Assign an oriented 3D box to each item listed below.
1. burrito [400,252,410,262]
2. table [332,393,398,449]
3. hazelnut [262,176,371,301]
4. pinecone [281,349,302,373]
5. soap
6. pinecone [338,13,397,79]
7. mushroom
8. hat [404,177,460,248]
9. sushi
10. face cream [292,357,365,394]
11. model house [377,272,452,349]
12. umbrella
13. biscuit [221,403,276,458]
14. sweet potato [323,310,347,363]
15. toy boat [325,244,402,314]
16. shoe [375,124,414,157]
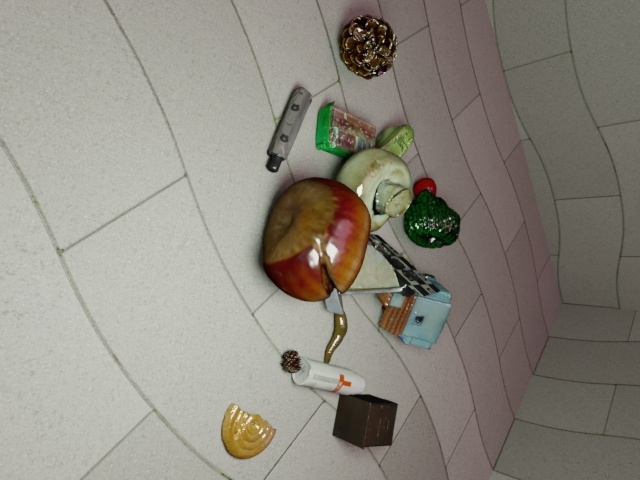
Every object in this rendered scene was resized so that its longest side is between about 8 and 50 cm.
[{"bbox_3d":[0.319,0.116,1.890,0.226,0.060,0.087,-22,67,-41],"label":"burrito"},{"bbox_3d":[0.187,0.715,1.693,0.193,0.173,0.169,22,75,-41],"label":"table"},{"bbox_3d":[0.000,0.000,1.391,0.359,0.359,0.408,19,80,-42],"label":"hazelnut"},{"bbox_3d":[-0.099,0.426,1.493,0.077,0.077,0.083,27,62,-40],"label":"pinecone"},{"bbox_3d":[0.110,-0.404,1.679,0.274,0.098,0.217,9,83,-43],"label":"soap"},{"bbox_3d":[0.193,-0.751,1.667,0.244,0.243,0.257,34,26,-38],"label":"pinecone"},{"bbox_3d":[0.205,-0.184,1.637,0.352,0.260,0.352,-28,136,-31],"label":"mushroom"},{"bbox_3d":[0.521,-0.147,1.990,0.274,0.242,0.331,33,54,-52],"label":"hat"},{"bbox_3d":[0.275,0.123,1.698,0.100,0.373,0.296,-53,155,17],"label":"sushi"},{"bbox_3d":[0.047,0.526,1.612,0.346,0.102,0.101,28,71,-38],"label":"face cream"},{"bbox_3d":[0.356,0.287,1.856,0.330,0.251,0.294,14,104,-20],"label":"model house"},{"bbox_3d":[-0.113,-0.389,1.491,0.073,0.067,0.337,29,71,-27],"label":"umbrella"},{"bbox_3d":[-0.242,0.636,1.384,0.224,0.033,0.144,50,58,-30],"label":"biscuit"},{"bbox_3d":[0.067,0.370,1.665,0.069,0.059,0.249,19,80,-21],"label":"sweet potato"},{"bbox_3d":[0.116,0.113,1.581,0.275,0.294,0.111,67,12,7],"label":"toy boat"},{"bbox_3d":[0.298,-0.393,1.842,0.262,0.128,0.140,-47,115,0],"label":"shoe"}]
